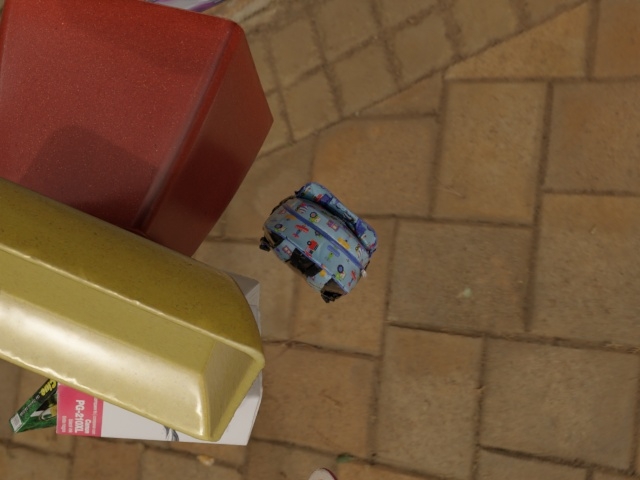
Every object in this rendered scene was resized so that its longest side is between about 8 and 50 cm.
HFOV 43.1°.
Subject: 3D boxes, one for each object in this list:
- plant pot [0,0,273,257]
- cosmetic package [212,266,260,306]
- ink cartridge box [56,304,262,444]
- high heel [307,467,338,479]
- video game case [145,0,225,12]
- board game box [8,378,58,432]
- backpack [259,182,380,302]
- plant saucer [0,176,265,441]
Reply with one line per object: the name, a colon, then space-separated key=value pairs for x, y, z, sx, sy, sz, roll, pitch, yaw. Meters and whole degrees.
plant pot: x=-0.230 y=-0.114 z=0.947 sx=0.267 sy=0.267 sz=0.236 roll=15 pitch=76 yaw=8
cosmetic package: x=-0.168 y=0.165 z=1.272 sx=0.117 sy=0.085 sz=0.231 roll=17 pitch=118 yaw=17
ink cartridge box: x=-0.200 y=0.159 z=1.031 sx=0.172 sy=0.237 sz=0.100 roll=-98 pitch=18 yaw=-52
high heel: x=0.039 y=0.438 z=1.116 sx=0.082 sy=0.117 sz=0.244 roll=-25 pitch=64 yaw=18
video game case: x=-0.285 y=-0.377 z=1.202 sx=0.274 sy=0.026 sz=0.196 roll=-26 pitch=65 yaw=-5
board game box: x=-0.359 y=0.251 z=1.320 sx=0.136 sy=0.259 sz=0.030 roll=-42 pitch=66 yaw=24
backpack: x=0.000 y=0.000 z=1.083 sx=0.158 sy=0.173 sz=0.117 roll=40 pitch=85 yaw=1
plant saucer: x=-0.219 y=0.065 z=0.775 sx=0.333 sy=0.333 sz=0.081 roll=23 pitch=62 yaw=-3
